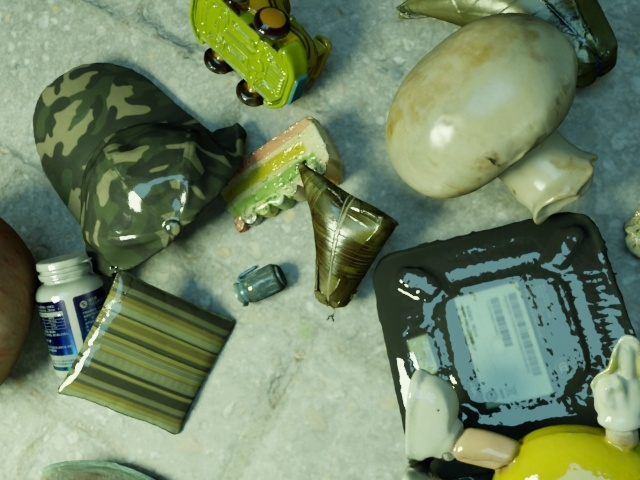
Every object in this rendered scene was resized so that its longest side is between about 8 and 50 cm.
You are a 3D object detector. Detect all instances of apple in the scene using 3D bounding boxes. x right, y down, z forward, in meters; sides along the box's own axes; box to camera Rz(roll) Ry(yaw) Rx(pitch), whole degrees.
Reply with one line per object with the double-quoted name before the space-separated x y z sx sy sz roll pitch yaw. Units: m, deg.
"apple" -0.594 0.112 1.063 0.344 0.269 0.345 -21 53 30

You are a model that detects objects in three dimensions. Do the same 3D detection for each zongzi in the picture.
"zongzi" 0.000 0.000 1.035 0.184 0.084 0.187 34 110 14
"zongzi" 0.290 -0.329 1.057 0.289 0.123 0.260 -22 77 17

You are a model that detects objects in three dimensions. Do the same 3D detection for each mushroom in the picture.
"mushroom" 0.251 -0.158 0.952 0.297 0.297 0.290 -43 100 1

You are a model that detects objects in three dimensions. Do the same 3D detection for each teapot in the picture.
"teapot" -0.102 0.066 1.089 0.083 0.049 0.064 -25 74 7

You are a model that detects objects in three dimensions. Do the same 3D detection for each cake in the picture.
"cake" -0.065 -0.107 1.124 0.225 0.090 0.109 -31 75 24

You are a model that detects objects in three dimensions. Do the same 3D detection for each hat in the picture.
"hat" -0.350 -0.148 1.120 0.381 0.257 0.366 43 88 -2

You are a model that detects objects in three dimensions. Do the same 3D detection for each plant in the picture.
"plant" 0.490 -0.027 0.944 0.104 0.122 0.117 15 89 26

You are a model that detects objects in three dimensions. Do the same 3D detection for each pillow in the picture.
"pillow" -0.273 0.183 1.060 0.208 0.052 0.212 29 84 -23

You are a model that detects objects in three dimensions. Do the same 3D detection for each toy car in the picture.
"toy car" -0.098 -0.349 1.116 0.248 0.200 0.142 47 60 5

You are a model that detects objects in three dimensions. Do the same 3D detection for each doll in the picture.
"doll" 0.288 0.296 0.815 0.423 0.161 0.348 -17 103 21

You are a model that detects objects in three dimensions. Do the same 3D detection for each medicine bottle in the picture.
"medicine bottle" -0.399 0.121 1.082 0.107 0.107 0.191 -8 100 11

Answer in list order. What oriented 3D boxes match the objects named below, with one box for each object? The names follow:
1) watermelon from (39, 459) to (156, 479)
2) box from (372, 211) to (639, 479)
"watermelon" -0.323 0.468 0.977 0.318 0.226 0.148 20 110 27
"box" 0.272 0.155 0.966 0.350 0.091 0.359 -15 73 9
